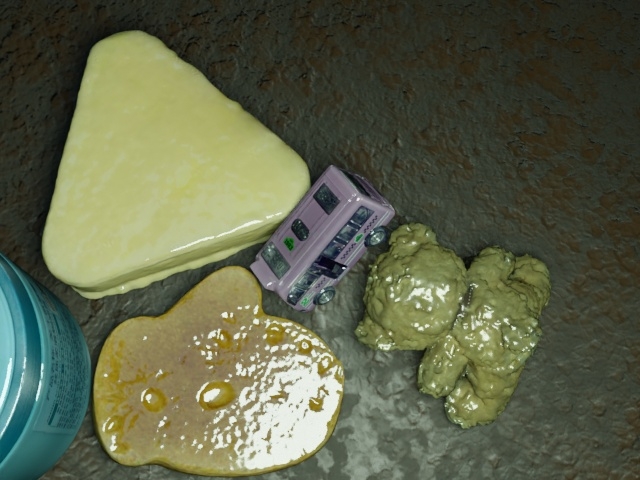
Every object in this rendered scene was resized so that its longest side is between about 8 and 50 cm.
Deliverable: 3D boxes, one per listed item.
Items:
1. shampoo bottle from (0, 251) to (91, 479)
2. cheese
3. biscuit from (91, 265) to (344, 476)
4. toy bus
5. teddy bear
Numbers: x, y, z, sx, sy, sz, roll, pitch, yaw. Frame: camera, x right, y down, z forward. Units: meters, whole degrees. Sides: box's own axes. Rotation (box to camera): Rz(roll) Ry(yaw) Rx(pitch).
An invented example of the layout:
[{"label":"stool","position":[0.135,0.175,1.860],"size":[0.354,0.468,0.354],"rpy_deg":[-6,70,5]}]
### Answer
[{"label":"shampoo bottle","position":[-0.465,0.158,0.980],"size":[0.331,0.342,0.331],"rpy_deg":[1,77,-3]},{"label":"cheese","position":[-0.247,-0.073,1.171],"size":[0.384,0.104,0.384],"rpy_deg":[1,77,-3]},{"label":"biscuit","position":[-0.140,0.179,1.141],"size":[0.344,0.057,0.287],"rpy_deg":[0,77,-3]},{"label":"toy bus","position":[0.000,0.000,1.130],"size":[0.199,0.108,0.096],"rpy_deg":[-50,53,15]},{"label":"teddy bear","position":[0.178,0.099,1.133],"size":[0.256,0.156,0.267],"rpy_deg":[24,78,4]}]
